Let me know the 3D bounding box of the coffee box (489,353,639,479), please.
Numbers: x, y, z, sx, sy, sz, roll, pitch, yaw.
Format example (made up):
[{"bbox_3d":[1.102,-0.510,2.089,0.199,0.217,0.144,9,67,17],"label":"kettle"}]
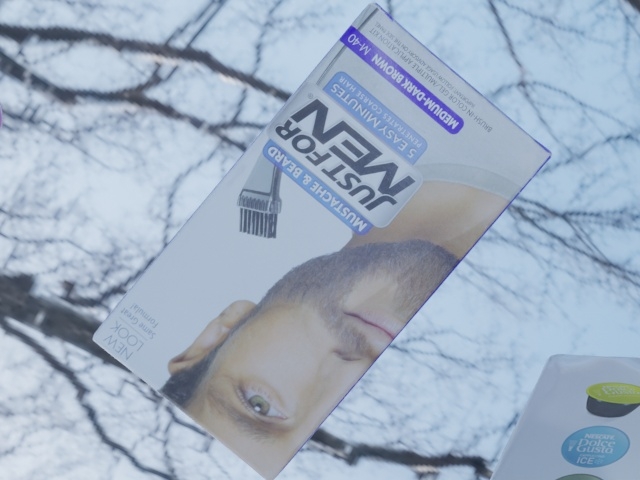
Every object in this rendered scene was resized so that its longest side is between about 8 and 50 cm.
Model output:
[{"bbox_3d":[0.306,0.316,1.065,0.338,0.338,0.334,1,-149,27],"label":"coffee box"}]

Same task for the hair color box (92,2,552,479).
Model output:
[{"bbox_3d":[0.000,0.000,1.150,0.185,0.110,0.339,39,-84,-4],"label":"hair color box"}]

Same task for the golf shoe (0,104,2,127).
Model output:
[{"bbox_3d":[-0.412,-0.129,1.174,0.306,0.115,0.140,1,-131,-10],"label":"golf shoe"}]
